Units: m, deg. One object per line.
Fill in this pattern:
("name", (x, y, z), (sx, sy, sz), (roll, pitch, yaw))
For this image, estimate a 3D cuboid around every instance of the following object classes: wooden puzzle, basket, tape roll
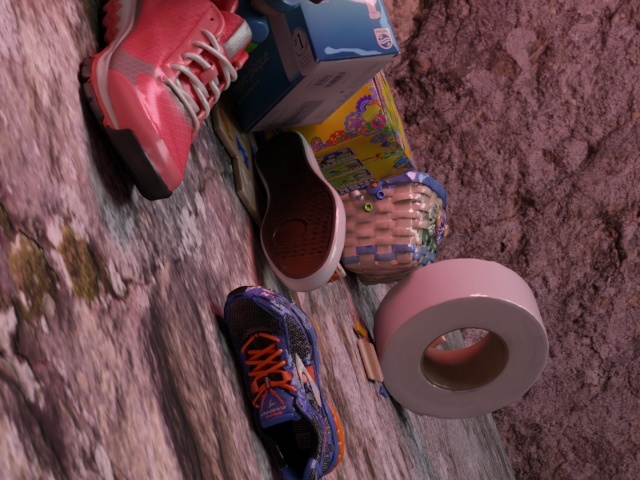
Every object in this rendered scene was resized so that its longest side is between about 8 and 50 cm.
("wooden puzzle", (0.077, 0.191, 2.107), (0.078, 0.014, 0.116), (39, 32, -65))
("basket", (0.112, -0.078, 2.258), (0.255, 0.201, 0.289), (36, 45, -73))
("tape roll", (0.231, 0.168, 2.220), (0.100, 0.286, 0.286), (-99, 167, -50))

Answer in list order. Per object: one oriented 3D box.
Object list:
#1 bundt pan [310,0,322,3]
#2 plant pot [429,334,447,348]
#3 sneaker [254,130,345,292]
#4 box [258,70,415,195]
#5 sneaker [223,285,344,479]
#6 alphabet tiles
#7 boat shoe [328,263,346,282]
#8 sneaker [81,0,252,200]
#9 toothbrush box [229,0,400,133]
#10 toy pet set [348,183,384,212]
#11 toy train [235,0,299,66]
("bundt pan", (-0.024, -0.347, 1.401), (0.331, 0.331, 0.124), (-95, -174, -57))
("plant pot", (0.156, 0.157, 2.385), (0.096, 0.109, 0.109), (57, 10, -1))
("sneaker", (-0.009, -0.016, 1.646), (0.290, 0.106, 0.123), (-99, 164, -53))
("box", (-0.003, -0.234, 1.914), (0.279, 0.177, 0.290), (38, 34, -74))
("sneaker", (-0.037, 0.147, 1.321), (0.221, 0.083, 0.087), (66, 18, -11))
("alphabet tiles", (-0.094, -0.135, 1.765), (0.285, 0.011, 0.342), (61, 13, -48))
("boat shoe", (0.000, 0.000, 1.943), (0.049, 0.043, 0.137), (48, 23, -63))
("sneaker", (-0.130, -0.162, 1.209), (0.314, 0.136, 0.116), (-97, 164, -52))
("toothbrush box", (-0.043, -0.314, 1.670), (0.216, 0.126, 0.295), (-35, -112, 56))
("toy pet set", (0.035, -0.079, 2.076), (0.114, 0.122, 0.065), (46, -22, -3))
("toy train", (-0.111, -0.333, 1.569), (0.105, 0.143, 0.248), (17, 50, -48))
